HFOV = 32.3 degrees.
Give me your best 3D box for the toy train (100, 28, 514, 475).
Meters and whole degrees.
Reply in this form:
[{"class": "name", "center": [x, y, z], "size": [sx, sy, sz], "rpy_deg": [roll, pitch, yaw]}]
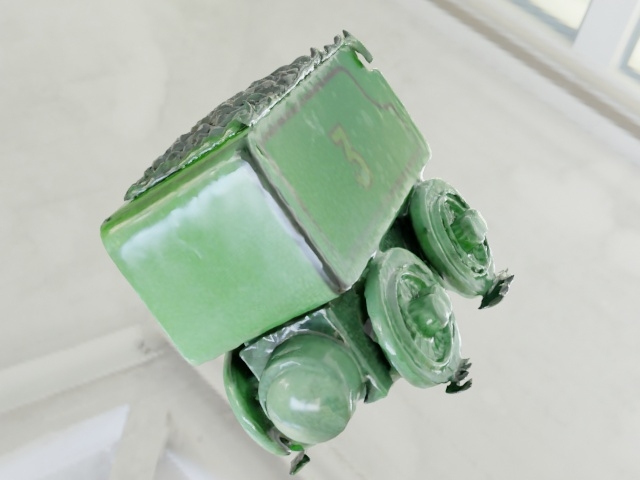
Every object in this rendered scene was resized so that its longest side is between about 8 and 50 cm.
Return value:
[{"class": "toy train", "center": [0.000, 0.000, 0.620], "size": [0.188, 0.132, 0.243], "rpy_deg": [57, -152, -10]}]
